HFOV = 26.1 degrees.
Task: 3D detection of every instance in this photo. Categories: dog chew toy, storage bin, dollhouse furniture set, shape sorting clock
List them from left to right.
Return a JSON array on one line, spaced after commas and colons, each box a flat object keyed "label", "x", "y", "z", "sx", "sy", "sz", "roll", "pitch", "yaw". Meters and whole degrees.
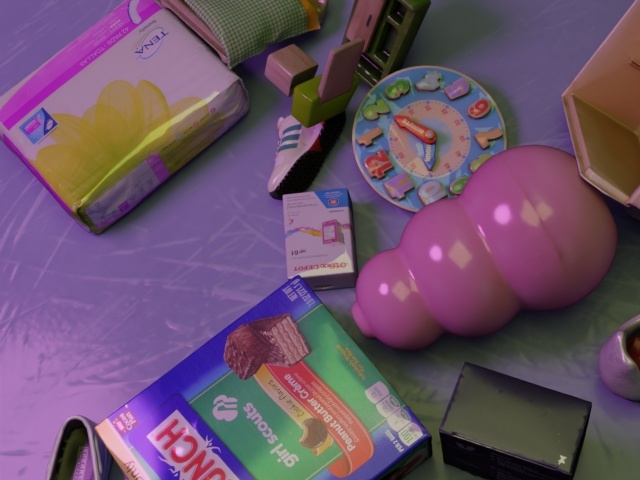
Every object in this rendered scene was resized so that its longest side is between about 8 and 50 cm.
[{"label": "dollhouse furniture set", "x": -0.041, "y": -0.320, "z": 1.843, "sx": 0.197, "sy": 0.151, "sz": 0.301, "roll": -29, "pitch": 63, "yaw": -38}, {"label": "shape sorting clock", "x": 0.144, "y": -0.135, "z": 1.824, "sx": 0.206, "sy": 0.040, "sz": 0.206, "roll": 0, "pitch": 78, "yaw": 1}, {"label": "dog chew toy", "x": 0.191, "y": 0.024, "z": 1.691, "sx": 0.332, "sy": 0.206, "sz": 0.206, "roll": -29, "pitch": 67, "yaw": 5}, {"label": "storage bin", "x": 0.425, "y": -0.193, "z": 1.648, "sx": 0.123, "sy": 0.260, "sz": 0.262, "roll": 30, "pitch": 117, "yaw": -12}]

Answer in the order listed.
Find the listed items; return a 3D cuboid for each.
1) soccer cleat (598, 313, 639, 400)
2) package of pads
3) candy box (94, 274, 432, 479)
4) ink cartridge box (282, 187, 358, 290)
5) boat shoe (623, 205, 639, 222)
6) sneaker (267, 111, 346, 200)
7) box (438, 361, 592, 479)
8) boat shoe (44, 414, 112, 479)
[{"label": "soccer cleat", "x": 0.492, "y": 0.106, "z": 1.637, "sx": 0.331, "sy": 0.143, "sz": 0.116, "roll": -21, "pitch": 66, "yaw": -1}, {"label": "package of pads", "x": -0.271, "y": -0.177, "z": 1.881, "sx": 0.296, "sy": 0.101, "sz": 0.229, "roll": -41, "pitch": 68, "yaw": -9}, {"label": "candy box", "x": -0.068, "y": 0.243, "z": 1.668, "sx": 0.317, "sy": 0.122, "sz": 0.268, "roll": -37, "pitch": 68, "yaw": -7}, {"label": "ink cartridge box", "x": 0.000, "y": 0.000, "z": 1.797, "sx": 0.088, "sy": 0.052, "sz": 0.122, "roll": -7, "pitch": 68, "yaw": 5}, {"label": "boat shoe", "x": 0.479, "y": -0.008, "z": 1.683, "sx": 0.096, "sy": 0.088, "sz": 0.267, "roll": -28, "pitch": 27, "yaw": -31}, {"label": "sneaker", "x": -0.034, "y": -0.127, "z": 1.861, "sx": 0.075, "sy": 0.057, "sz": 0.161, "roll": 23, "pitch": 73, "yaw": 34}, {"label": "box", "x": 0.228, "y": 0.227, "z": 1.614, "sx": 0.156, "sy": 0.158, "sz": 0.093, "roll": 17, "pitch": 71, "yaw": 14}, {"label": "boat shoe", "x": -0.309, "y": 0.340, "z": 1.680, "sx": 0.095, "sy": 0.084, "sz": 0.258, "roll": -5, "pitch": 67, "yaw": 6}]
